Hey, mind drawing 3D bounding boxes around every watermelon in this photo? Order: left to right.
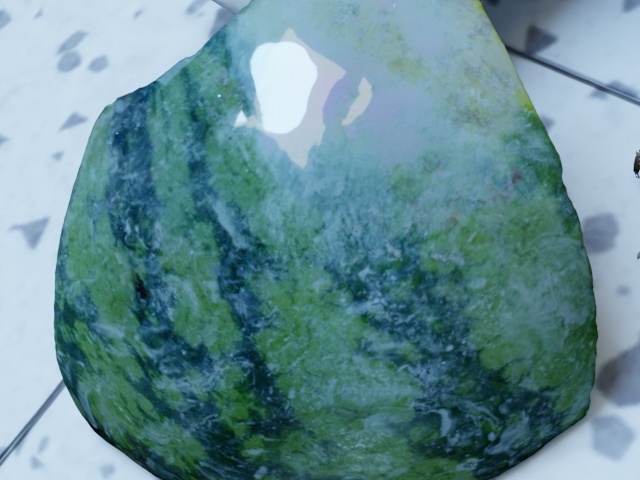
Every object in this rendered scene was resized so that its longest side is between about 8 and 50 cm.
[{"bbox_3d":[0.000,0.000,0.602,0.256,0.260,0.176,5,48,7],"label":"watermelon"}]

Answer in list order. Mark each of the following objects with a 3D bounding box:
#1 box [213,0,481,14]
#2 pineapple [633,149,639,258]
[{"bbox_3d":[0.026,-0.198,0.645,0.262,0.291,0.206,27,108,-3],"label":"box"},{"bbox_3d":[0.242,-0.035,0.581,0.225,0.076,0.224,-10,56,16],"label":"pineapple"}]
